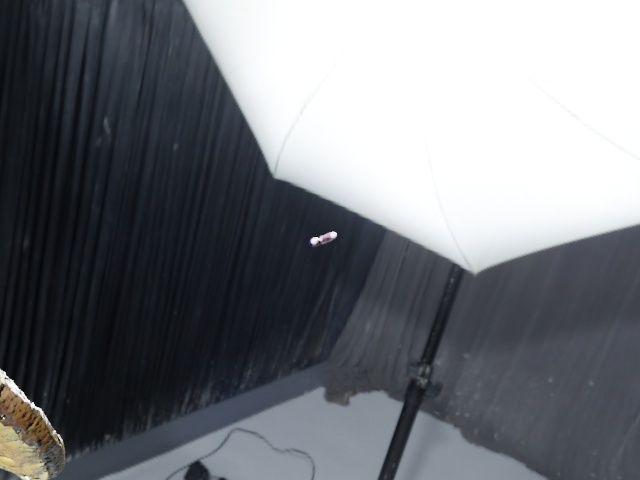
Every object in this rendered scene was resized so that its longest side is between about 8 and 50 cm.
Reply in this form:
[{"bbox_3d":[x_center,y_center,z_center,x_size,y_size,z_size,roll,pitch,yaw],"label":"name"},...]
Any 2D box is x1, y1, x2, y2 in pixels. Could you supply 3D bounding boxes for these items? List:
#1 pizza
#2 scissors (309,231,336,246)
[{"bbox_3d":[-0.617,0.320,1.330,0.392,0.434,0.080,41,50,-22],"label":"pizza"},{"bbox_3d":[0.000,0.000,1.065,0.039,0.012,0.113,-18,-1,-6],"label":"scissors"}]
